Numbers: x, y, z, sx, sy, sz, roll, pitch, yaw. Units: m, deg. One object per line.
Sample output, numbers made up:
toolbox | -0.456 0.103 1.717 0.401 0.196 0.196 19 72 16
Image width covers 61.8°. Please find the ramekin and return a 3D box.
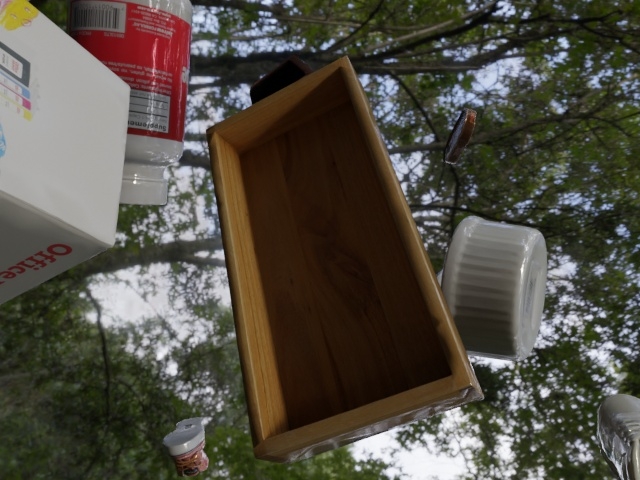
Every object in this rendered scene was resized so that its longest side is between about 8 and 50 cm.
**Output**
ramekin | 0.336 0.094 1.013 0.135 0.277 0.277 6 -76 33

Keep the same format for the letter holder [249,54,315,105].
letter holder | -0.053 -0.184 1.121 0.152 0.214 0.301 50 -6 35

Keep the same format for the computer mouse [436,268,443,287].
computer mouse | 0.341 0.096 1.375 0.106 0.193 0.042 56 -42 2

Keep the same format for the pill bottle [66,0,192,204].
pill bottle | -0.378 -0.279 1.048 0.229 0.229 0.407 15 -79 55

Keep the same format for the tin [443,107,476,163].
tin | 0.394 -0.292 1.515 0.189 0.040 0.106 105 5 -63

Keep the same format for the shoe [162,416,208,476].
shoe | -0.216 0.350 0.880 0.178 0.064 0.081 137 -57 -79

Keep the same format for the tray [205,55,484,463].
tray | 0.000 0.000 0.582 0.203 0.076 0.410 -24 -122 14

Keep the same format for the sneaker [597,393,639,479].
sneaker | 0.353 0.231 0.561 0.228 0.088 0.092 -65 144 -65

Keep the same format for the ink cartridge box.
ink cartridge box | -0.273 -0.079 0.345 0.171 0.233 0.168 -22 -125 22
